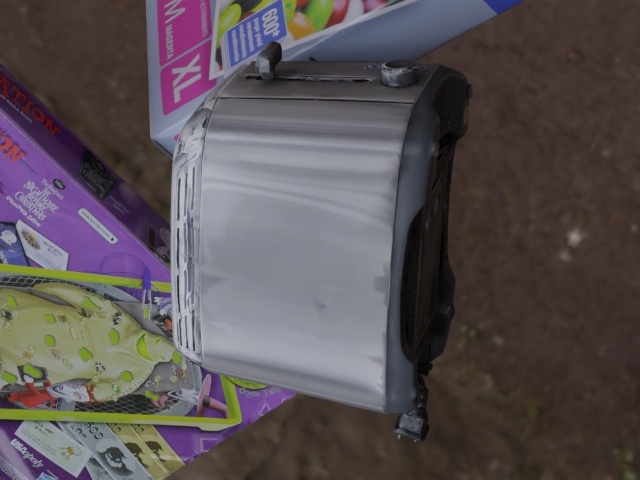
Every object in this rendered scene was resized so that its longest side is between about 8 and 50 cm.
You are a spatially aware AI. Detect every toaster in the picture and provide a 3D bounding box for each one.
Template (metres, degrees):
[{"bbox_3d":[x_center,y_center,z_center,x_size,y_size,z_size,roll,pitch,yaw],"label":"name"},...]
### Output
[{"bbox_3d":[0.000,0.000,1.010,0.147,0.129,0.227,9,118,14],"label":"toaster"}]

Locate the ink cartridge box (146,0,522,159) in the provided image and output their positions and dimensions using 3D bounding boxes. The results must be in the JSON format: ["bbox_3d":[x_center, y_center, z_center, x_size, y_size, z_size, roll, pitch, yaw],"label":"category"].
[{"bbox_3d":[0.027,-0.184,1.082,0.311,0.185,0.065,-26,138,23],"label":"ink cartridge box"}]

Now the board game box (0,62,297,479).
[{"bbox_3d":[-0.200,0.025,1.110,0.208,0.056,0.347,-32,116,27],"label":"board game box"}]
